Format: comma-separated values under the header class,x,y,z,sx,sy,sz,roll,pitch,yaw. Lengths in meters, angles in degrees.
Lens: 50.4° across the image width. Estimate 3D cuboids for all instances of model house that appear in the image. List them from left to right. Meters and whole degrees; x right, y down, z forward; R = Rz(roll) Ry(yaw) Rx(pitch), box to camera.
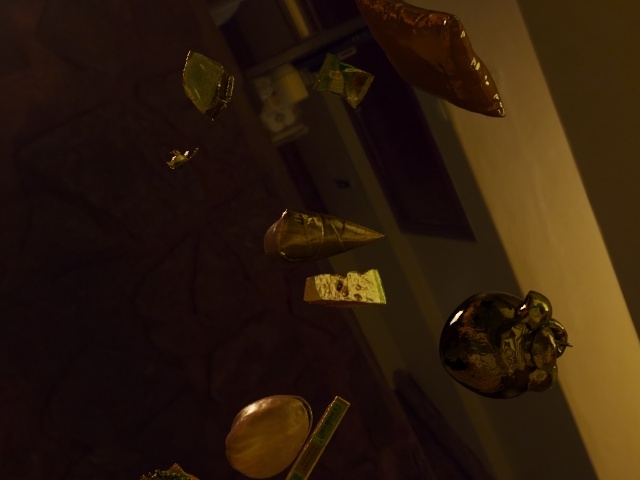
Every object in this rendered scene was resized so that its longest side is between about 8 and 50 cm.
class,x,y,z,sx,sy,sz,roll,pitch,yaw
model house,-0.285,-0.390,1.785,0.106,0.165,0.152,11,174,16

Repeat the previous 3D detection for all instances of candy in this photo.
class,x,y,z,sx,sy,sz,roll,pitch,yaw
candy,0.053,-0.361,1.550,0.038,0.136,0.088,39,-72,56

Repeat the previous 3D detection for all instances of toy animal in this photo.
class,x,y,z,sx,sy,sz,roll,pitch,yaw
toy animal,-0.253,-0.146,1.205,0.050,0.028,0.084,-8,172,-40

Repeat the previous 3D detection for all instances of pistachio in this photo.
class,x,y,z,sx,sy,sz,roll,pitch,yaw
pistachio,-0.091,0.337,1.184,0.185,0.126,0.108,-48,162,18

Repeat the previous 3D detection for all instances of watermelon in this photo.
class,x,y,z,sx,sy,sz,roll,pitch,yaw
watermelon,0.041,0.131,1.753,0.154,0.094,0.241,-17,165,34

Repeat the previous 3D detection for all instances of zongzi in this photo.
class,x,y,z,sx,sy,sz,roll,pitch,yaw
zongzi,0.000,0.000,1.944,0.300,0.145,0.274,2,173,-14

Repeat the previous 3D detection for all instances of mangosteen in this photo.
class,x,y,z,sx,sy,sz,roll,pitch,yaw
mangosteen,0.367,0.205,1.352,0.243,0.243,0.243,-24,-165,7

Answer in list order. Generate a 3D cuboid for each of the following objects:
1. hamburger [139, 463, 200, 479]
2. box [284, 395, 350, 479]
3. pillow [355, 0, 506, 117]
class,x,y,z,sx,sy,sz,roll,pitch,yaw
hamburger,-0.274,0.506,1.274,0.164,0.189,0.093,-46,-163,35
box,-0.028,0.466,1.438,0.279,0.041,0.153,-56,173,-21
pillow,0.227,-0.395,1.431,0.108,0.305,0.308,-50,-132,-1
